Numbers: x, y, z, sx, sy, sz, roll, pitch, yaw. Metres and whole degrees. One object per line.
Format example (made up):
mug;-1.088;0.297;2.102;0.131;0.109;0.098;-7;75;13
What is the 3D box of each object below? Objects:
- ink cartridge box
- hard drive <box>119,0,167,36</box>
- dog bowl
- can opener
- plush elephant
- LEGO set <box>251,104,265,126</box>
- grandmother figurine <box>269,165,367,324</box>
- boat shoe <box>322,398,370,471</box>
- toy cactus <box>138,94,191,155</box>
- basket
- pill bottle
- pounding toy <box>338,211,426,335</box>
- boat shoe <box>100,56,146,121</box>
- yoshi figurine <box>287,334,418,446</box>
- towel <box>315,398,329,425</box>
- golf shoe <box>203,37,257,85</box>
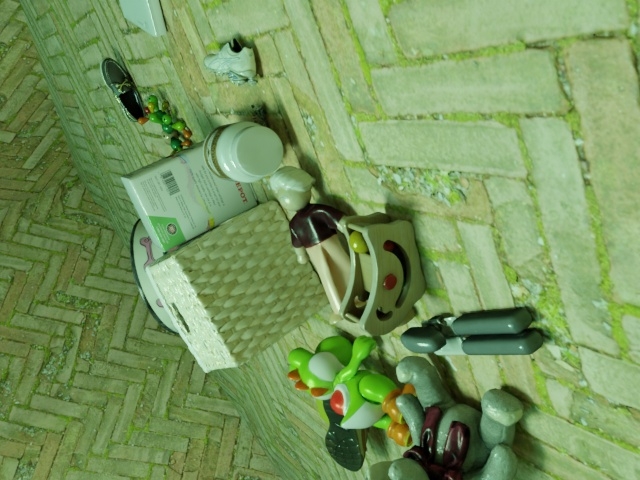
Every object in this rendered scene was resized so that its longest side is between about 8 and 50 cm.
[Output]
ink cartridge box;-0.333;-0.127;1.521;0.117;0.278;0.201;18;133;60
hard drive;-0.474;-0.682;1.453;0.203;0.040;0.307;39;148;38
dog bowl;-0.442;0.092;1.925;0.408;0.150;0.408;-18;-90;-79
can opener;0.244;0.166;0.987;0.074;0.093;0.280;62;151;-3
plush elephant;0.212;0.424;1.106;0.272;0.255;0.330;20;137;45
LEGO set;-0.131;-0.273;1.287;0.054;0.023;0.083;67;168;-11
grandmother figurine;0.000;0.000;1.226;0.208;0.104;0.342;-26;93;40
boat shoe;0.089;0.497;1.611;0.123;0.120;0.324;20;131;29
toy cactus;-0.462;-0.324;1.779;0.219;0.112;0.180;49;165;2
basket;-0.203;0.116;1.501;0.328;0.331;0.266;61;150;-5
pill bottle;-0.168;-0.191;1.283;0.229;0.131;0.131;17;132;64
pounding toy;0.086;0.070;1.092;0.155;0.154;0.269;24;137;52
boat shoe;-0.642;-0.493;1.943;0.069;0.081;0.227;24;145;48
yoshi figurine;0.093;0.324;1.410;0.362;0.203;0.203;20;177;35
towel;0.060;0.578;1.877;0.237;0.021;0.102;25;133;53
golf shoe;-0.185;-0.382;1.235;0.176;0.069;0.086;32;124;41
